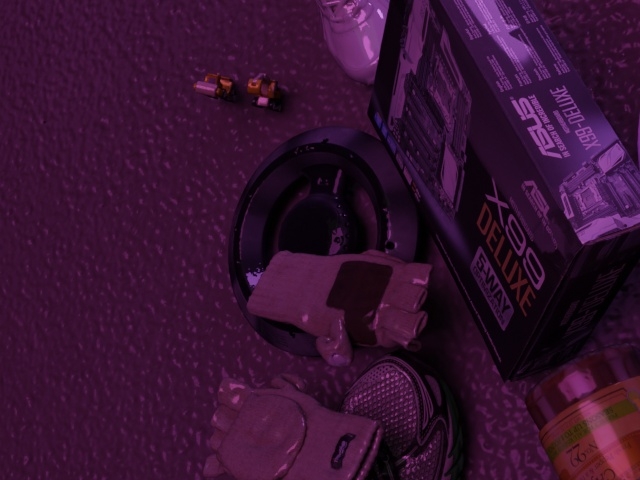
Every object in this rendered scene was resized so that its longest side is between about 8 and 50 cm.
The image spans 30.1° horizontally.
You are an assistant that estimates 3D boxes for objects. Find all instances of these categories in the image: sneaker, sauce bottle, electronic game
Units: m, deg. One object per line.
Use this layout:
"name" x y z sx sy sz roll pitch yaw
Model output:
"sneaker" 0.010 0.254 1.048 0.134 0.146 0.344 27 92 34
"sneaker" 0.013 -0.262 1.187 0.090 0.115 0.232 -27 65 24
"sauce bottle" 0.277 0.246 0.904 0.111 0.111 0.344 -37 62 20
"electronic game" 0.000 0.000 1.173 0.229 0.048 0.229 -8 76 34

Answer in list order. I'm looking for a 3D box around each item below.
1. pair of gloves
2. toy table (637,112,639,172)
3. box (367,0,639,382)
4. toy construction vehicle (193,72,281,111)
"pair of gloves" -0.002 0.113 1.058 0.204 0.042 0.240 -1 58 41
"toy table" 0.350 -0.026 0.894 0.252 0.161 0.274 -12 72 30
"box" 0.145 -0.070 0.991 0.076 0.242 0.308 -18 64 -15
"toy construction vehicle" -0.085 -0.161 1.244 0.085 0.098 0.035 13 95 14
